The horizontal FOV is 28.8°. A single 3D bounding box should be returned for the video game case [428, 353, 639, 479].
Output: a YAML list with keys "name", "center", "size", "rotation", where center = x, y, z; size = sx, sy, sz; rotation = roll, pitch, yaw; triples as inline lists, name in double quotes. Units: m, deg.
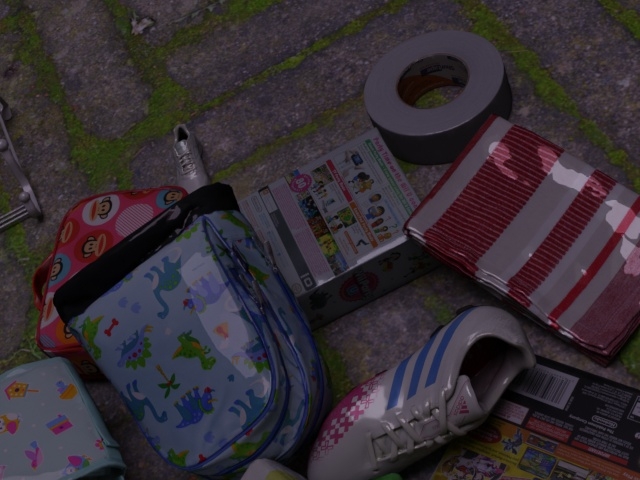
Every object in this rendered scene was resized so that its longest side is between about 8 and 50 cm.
- name: "video game case"
  center: [0.289, 0.271, 1.496]
  size: [0.275, 0.035, 0.248]
  rotation: [18, 62, 32]

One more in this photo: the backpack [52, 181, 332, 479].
- name: "backpack"
  center: [-0.146, 0.140, 1.584]
  size: [0.290, 0.273, 0.355]
  rotation: [-35, 89, 6]

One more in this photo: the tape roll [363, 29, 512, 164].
- name: "tape roll"
  center: [0.179, -0.220, 1.907]
  size: [0.219, 0.072, 0.219]
  rotation: [-12, 49, 14]

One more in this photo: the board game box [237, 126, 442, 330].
- name: "board game box"
  center: [0.000, 0.000, 1.790]
  size: [0.303, 0.097, 0.224]
  rotation: [-28, 49, 2]

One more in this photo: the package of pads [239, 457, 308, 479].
- name: "package of pads"
  center: [-0.067, 0.420, 1.409]
  size: [0.229, 0.101, 0.296]
  rotation: [30, 86, 51]

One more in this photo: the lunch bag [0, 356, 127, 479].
- name: "lunch bag"
  center: [-0.397, 0.305, 1.670]
  size: [0.262, 0.160, 0.223]
  rotation: [-37, 48, -1]

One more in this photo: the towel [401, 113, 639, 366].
- name: "towel"
  center: [0.303, -0.013, 1.649]
  size: [0.329, 0.037, 0.237]
  rotation: [33, 69, 19]

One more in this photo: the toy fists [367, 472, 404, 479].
- name: "toy fists"
  center: [0.076, 0.404, 1.430]
  size: [0.142, 0.096, 0.279]
  rotation: [-30, 44, 27]

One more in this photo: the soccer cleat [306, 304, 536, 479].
- name: "soccer cleat"
  center: [0.121, 0.207, 1.522]
  size: [0.331, 0.116, 0.143]
  rotation: [-43, 25, -1]

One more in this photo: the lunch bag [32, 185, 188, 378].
- name: "lunch bag"
  center: [-0.310, 0.062, 1.851]
  size: [0.258, 0.120, 0.293]
  rotation: [-7, 52, 18]

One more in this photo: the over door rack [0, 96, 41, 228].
- name: "over door rack"
  center: [-0.628, -0.111, 2.130]
  size: [0.239, 0.108, 0.324]
  rotation: [-28, 48, -1]

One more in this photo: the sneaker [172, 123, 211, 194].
- name: "sneaker"
  center: [-0.215, -0.124, 2.001]
  size: [0.054, 0.061, 0.152]
  rotation: [-20, 50, 4]
